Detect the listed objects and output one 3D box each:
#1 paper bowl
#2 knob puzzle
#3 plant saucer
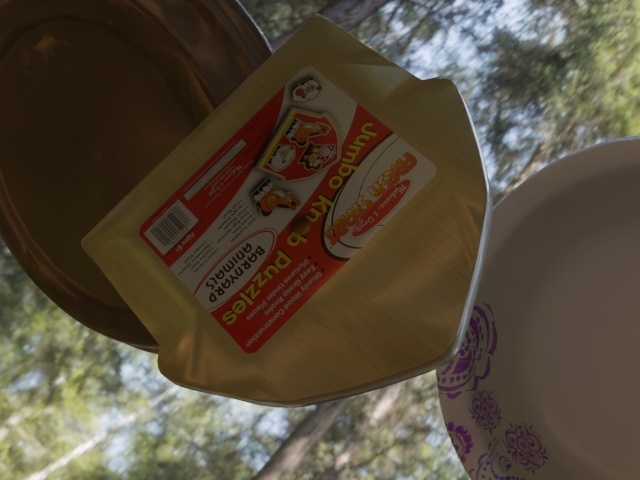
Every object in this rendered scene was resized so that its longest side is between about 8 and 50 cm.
[{"bbox_3d":[0.228,0.080,0.816,0.284,0.148,0.284,-2,-97,17],"label":"paper bowl"},{"bbox_3d":[0.000,0.000,0.579,0.213,0.213,0.030,2,-27,27],"label":"knob puzzle"},{"bbox_3d":[-0.125,-0.049,0.749,0.278,0.041,0.278,16,-60,30],"label":"plant saucer"}]
